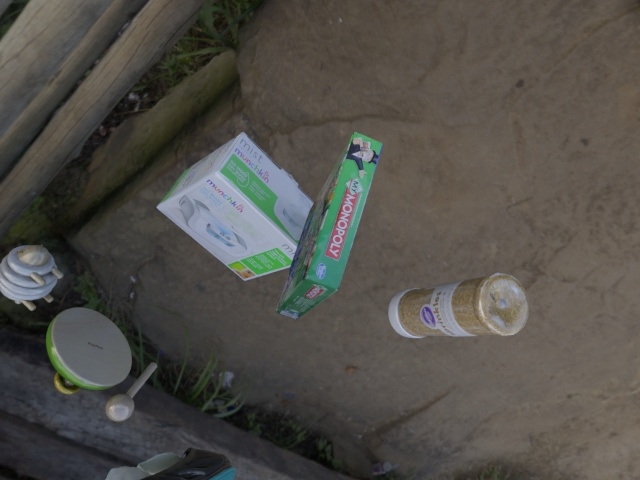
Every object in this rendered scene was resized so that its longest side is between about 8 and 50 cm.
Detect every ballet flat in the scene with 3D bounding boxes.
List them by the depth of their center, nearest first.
[{"bbox_3d":[-0.197,0.306,0.545,0.096,0.280,0.095,23,82,16],"label":"ballet flat"}]

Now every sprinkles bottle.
[{"bbox_3d":[0.283,0.151,1.023,0.121,0.121,0.355,23,161,-14],"label":"sprinkles bottle"}]

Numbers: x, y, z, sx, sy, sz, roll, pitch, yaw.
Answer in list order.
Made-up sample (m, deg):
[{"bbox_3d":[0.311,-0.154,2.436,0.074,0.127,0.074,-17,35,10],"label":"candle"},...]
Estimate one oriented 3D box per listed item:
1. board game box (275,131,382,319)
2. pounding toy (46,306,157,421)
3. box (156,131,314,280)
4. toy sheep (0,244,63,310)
[{"bbox_3d":[0.000,0.000,0.731,0.046,0.213,0.317,21,161,-6],"label":"board game box"},{"bbox_3d":[-0.477,0.259,0.951,0.110,0.183,0.236,-36,108,12],"label":"pounding toy"},{"bbox_3d":[-0.156,-0.058,0.969,0.231,0.126,0.262,-17,128,43],"label":"box"},{"bbox_3d":[-0.464,0.058,0.740,0.091,0.091,0.132,30,114,-18],"label":"toy sheep"}]
